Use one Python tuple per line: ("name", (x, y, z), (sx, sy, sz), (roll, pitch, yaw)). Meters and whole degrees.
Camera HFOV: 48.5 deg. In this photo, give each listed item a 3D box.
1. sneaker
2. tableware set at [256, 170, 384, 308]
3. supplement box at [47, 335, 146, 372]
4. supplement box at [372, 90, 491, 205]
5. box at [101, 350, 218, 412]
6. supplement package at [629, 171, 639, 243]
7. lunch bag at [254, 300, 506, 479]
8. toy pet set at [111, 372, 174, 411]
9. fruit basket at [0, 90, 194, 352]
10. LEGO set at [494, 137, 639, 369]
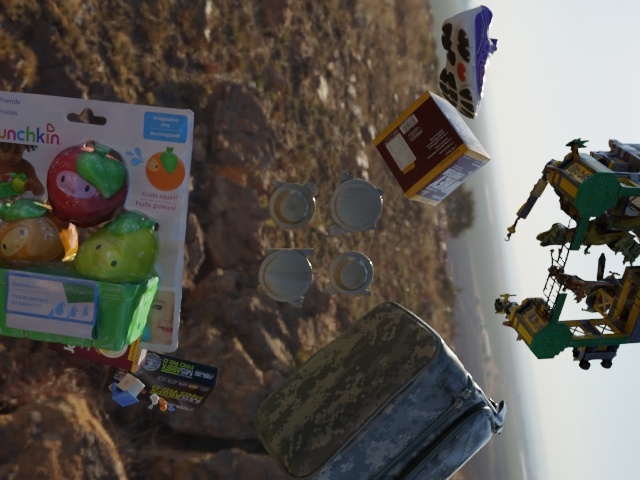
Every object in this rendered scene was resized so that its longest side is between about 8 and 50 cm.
("sneaker", (0.202, -0.228, 0.926), (0.068, 0.071, 0.169), (47, -18, 30))
("tableware set", (0.000, 0.000, 0.842), (0.020, 0.141, 0.168), (-130, -134, -78))
("supplement box", (-0.452, 0.191, 1.470), (0.081, 0.188, 0.104), (-89, -166, -79))
("supplement box", (0.272, -0.223, 1.749), (0.129, 0.191, 0.194), (9, 46, -52))
("box", (-0.428, 0.370, 1.887), (0.216, 0.270, 0.060), (127, -24, -51))
("supplement package", (0.621, -0.096, 1.083), (0.204, 0.262, 0.145), (-50, -130, 52))
("lunch bag", (0.102, 0.278, 1.046), (0.256, 0.305, 0.212), (53, -10, -29))
("toy pet set", (-0.417, 0.364, 1.622), (0.065, 0.122, 0.114), (-53, 138, -23))
("fruit basket", (-0.351, -0.024, 1.015), (0.165, 0.327, 0.352), (-60, 156, -73))
("LEGO set", (0.366, -0.005, 0.994), (0.192, 0.255, 0.331), (-116, -159, -58))
